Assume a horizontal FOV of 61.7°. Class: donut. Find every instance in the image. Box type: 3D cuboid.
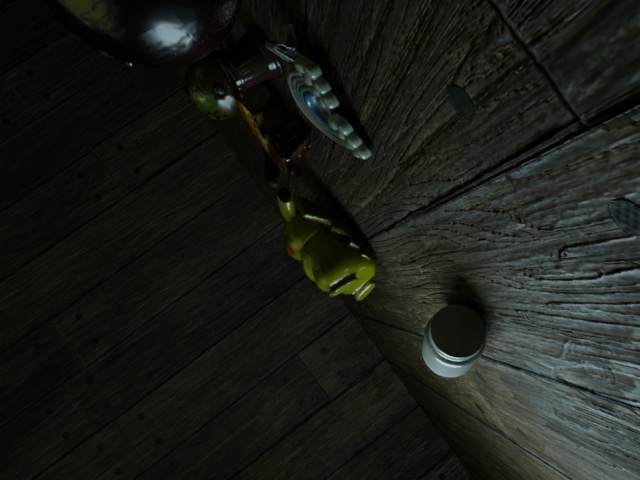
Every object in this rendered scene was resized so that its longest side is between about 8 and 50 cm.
[{"bbox_3d":[-0.094,-0.241,1.160,0.217,0.085,0.141,52,174,19],"label":"donut"}]

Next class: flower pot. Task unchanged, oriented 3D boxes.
[{"bbox_3d":[-0.134,-0.325,0.986,0.111,0.089,0.111,52,173,9],"label":"flower pot"}]

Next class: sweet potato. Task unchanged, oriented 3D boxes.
[{"bbox_3d":[-0.104,-0.205,1.284,0.075,0.074,0.270,57,-161,-25],"label":"sweet potato"}]

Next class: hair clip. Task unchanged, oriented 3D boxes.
[{"bbox_3d":[-0.003,-0.224,0.817,0.140,0.054,0.220,33,162,54],"label":"hair clip"}]

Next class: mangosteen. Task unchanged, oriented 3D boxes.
[{"bbox_3d":[-0.237,-0.387,0.728,0.296,0.294,0.297,28,-179,0],"label":"mangosteen"}]

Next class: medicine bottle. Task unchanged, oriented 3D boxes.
[{"bbox_3d":[0.233,0.178,0.942,0.103,0.102,0.187,51,172,22],"label":"medicine bottle"}]

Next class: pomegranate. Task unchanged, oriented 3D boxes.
[{"bbox_3d":[-0.233,-0.370,1.247,0.159,0.159,0.205,57,-162,-27],"label":"pomegranate"}]

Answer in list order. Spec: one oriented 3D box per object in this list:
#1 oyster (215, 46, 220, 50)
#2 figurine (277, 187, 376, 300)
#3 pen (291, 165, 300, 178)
[{"bbox_3d":[-0.289,-0.504,1.328,0.103,0.051,0.148,45,161,13],"label":"oyster"},{"bbox_3d":[0.004,0.005,1.355,0.326,0.169,0.218,42,-169,33],"label":"figurine"},{"bbox_3d":[-0.115,-0.261,1.460,0.218,0.026,0.026,58,172,-29],"label":"pen"}]
